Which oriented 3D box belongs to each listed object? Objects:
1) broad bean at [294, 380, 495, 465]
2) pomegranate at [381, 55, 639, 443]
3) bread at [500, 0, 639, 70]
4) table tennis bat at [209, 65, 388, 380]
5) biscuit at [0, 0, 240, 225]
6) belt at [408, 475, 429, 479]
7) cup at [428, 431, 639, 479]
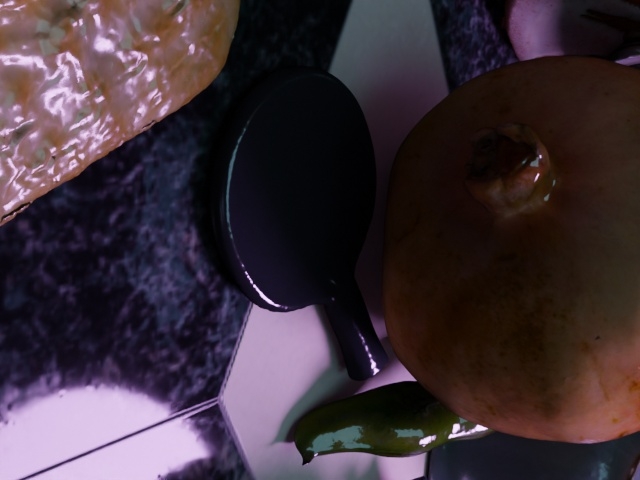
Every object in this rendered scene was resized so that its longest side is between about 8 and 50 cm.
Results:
[{"bbox_3d":[0.101,0.122,0.784,0.298,0.060,0.043,-9,142,-40],"label":"broad bean"},{"bbox_3d":[0.148,0.000,0.684,0.270,0.229,0.252,37,62,-64],"label":"pomegranate"},{"bbox_3d":[0.247,-0.168,0.795,0.212,0.224,0.142,41,61,-34],"label":"bread"},{"bbox_3d":[0.000,0.000,0.677,0.150,0.027,0.236,-49,133,-33],"label":"table tennis bat"},{"bbox_3d":[-0.118,-0.087,0.491,0.247,0.029,0.118,-42,132,-38],"label":"biscuit"},{"bbox_3d":[0.062,0.320,0.701,0.295,0.207,0.160,-44,134,-33],"label":"belt"},{"bbox_3d":[0.206,0.190,0.899,0.199,0.150,0.199,-19,115,-48],"label":"cup"}]
